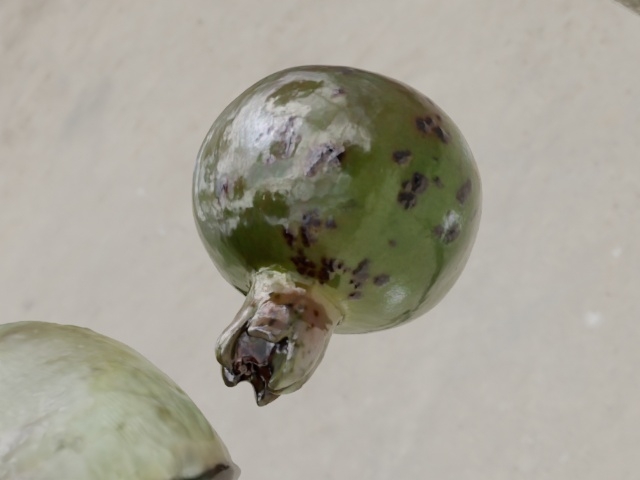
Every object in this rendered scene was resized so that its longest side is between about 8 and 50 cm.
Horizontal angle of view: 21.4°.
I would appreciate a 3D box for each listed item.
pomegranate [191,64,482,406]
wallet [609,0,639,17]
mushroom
[{"bbox_3d":[-0.003,-0.005,1.040,0.210,0.179,0.179,-51,24,-3],"label":"pomegranate"},{"bbox_3d":[0.098,-0.231,0.602,0.068,0.335,0.274,-20,34,56],"label":"wallet"},{"bbox_3d":[-0.170,0.127,0.987,0.190,0.164,0.267,-34,-7,-14],"label":"mushroom"}]
